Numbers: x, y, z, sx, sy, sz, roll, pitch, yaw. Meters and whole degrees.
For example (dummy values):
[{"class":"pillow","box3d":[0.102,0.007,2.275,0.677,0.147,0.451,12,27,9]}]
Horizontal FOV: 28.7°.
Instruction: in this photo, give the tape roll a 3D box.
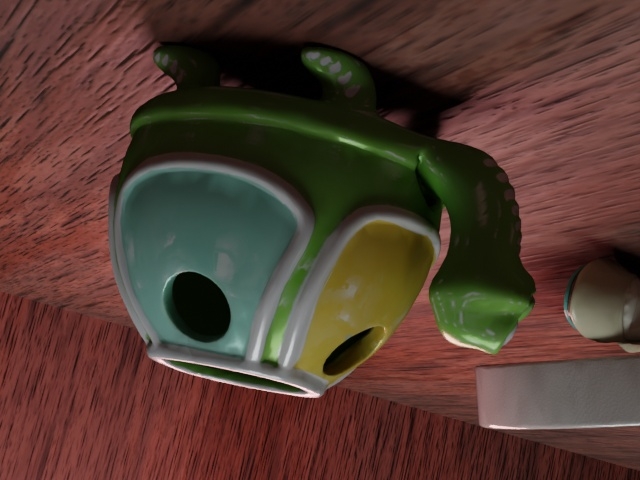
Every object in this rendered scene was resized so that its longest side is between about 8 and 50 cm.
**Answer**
[{"class":"tape roll","box3d":[0.362,0.156,1.353,0.392,0.072,0.392,-3,174,0]}]

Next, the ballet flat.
[{"class":"ballet flat","box3d":[0.318,0.070,1.258,0.086,0.086,0.248,6,175,29]}]

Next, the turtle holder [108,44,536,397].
[{"class":"turtle holder","box3d":[-0.006,0.003,0.955,0.320,0.227,0.243,13,167,0]}]
